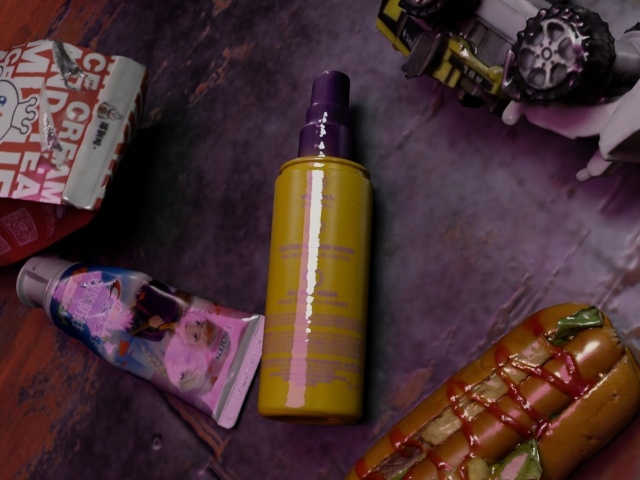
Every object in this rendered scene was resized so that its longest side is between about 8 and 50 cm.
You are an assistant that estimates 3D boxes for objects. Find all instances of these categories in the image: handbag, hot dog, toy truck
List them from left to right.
[{"bbox_3d":[-0.285,-0.072,0.907,0.298,0.151,0.171,-2,58,34],"label":"handbag"},{"bbox_3d":[0.096,0.140,0.628,0.250,0.076,0.104,-41,57,16],"label":"hot dog"},{"bbox_3d":[0.150,-0.118,0.641,0.286,0.136,0.111,45,124,39],"label":"toy truck"}]

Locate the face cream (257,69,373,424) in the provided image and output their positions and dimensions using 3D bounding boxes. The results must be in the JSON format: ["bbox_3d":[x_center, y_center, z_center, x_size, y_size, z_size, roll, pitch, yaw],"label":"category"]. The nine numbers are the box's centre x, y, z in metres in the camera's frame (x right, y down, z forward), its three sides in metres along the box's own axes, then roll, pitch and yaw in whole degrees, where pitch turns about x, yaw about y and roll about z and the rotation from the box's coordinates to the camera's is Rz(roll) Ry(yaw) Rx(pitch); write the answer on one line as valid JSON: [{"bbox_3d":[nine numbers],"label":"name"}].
[{"bbox_3d":[0.000,0.000,0.737,0.078,0.078,0.273,-7,71,34],"label":"face cream"}]

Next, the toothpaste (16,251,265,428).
[{"bbox_3d":[-0.162,0.073,0.852,0.266,0.061,0.096,19,86,32],"label":"toothpaste"}]
